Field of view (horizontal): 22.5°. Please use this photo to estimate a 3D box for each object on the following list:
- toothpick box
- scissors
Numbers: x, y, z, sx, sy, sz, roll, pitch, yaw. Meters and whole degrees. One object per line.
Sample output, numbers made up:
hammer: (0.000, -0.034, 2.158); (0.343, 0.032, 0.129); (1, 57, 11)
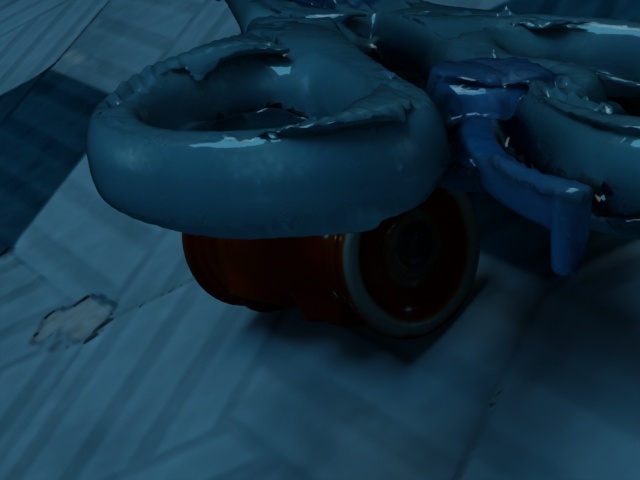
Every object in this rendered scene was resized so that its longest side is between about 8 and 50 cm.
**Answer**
toothpick box: (0.000, 0.000, 0.447); (0.047, 0.047, 0.083); (-47, 29, -24)
scissors: (0.013, -0.063, 0.491); (0.180, 0.032, 0.393); (-3, 17, -10)
